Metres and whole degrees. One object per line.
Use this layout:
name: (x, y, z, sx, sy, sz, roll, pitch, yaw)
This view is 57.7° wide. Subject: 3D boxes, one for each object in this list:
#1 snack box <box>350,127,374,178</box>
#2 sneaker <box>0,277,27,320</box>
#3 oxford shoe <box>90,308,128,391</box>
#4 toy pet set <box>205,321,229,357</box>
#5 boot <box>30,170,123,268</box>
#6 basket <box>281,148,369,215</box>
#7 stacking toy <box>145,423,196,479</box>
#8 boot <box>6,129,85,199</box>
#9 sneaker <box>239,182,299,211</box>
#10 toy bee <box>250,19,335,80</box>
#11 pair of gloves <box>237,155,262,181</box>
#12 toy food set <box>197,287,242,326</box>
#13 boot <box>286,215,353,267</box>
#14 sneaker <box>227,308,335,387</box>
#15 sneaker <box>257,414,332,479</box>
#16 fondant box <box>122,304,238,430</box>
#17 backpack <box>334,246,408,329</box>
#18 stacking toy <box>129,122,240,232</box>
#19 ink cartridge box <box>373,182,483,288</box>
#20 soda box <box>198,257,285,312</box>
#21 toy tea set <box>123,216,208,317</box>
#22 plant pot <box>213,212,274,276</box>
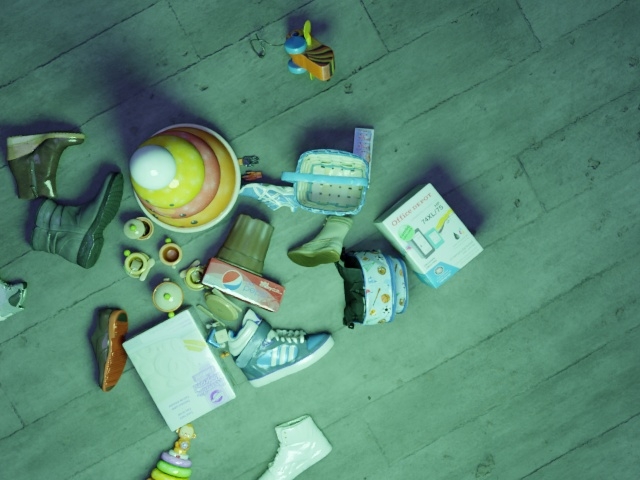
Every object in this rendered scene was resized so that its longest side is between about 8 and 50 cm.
snack box: (0.138, -0.282, 1.931, 0.064, 0.022, 0.178, 5, 93, -1)
sneaker: (-1.021, 0.136, 1.869, 0.132, 0.086, 0.228, -21, 104, -7)
oxford shoe: (-0.697, 0.355, 1.896, 0.099, 0.097, 0.271, 7, 88, 17)
toy pet set: (-0.342, 0.326, 1.877, 0.065, 0.114, 0.122, -17, 86, -26)
boot: (-0.784, -0.094, 1.852, 0.223, 0.118, 0.338, 22, 87, 1)
basket: (0.025, -0.181, 1.789, 0.255, 0.289, 0.200, 7, 96, 7)
stacking toy: (-0.481, 0.751, 1.902, 0.175, 0.166, 0.301, 20, 77, -3)
boot: (-0.867, -0.243, 1.867, 0.249, 0.090, 0.206, -8, 107, -6)
sneaker: (-0.166, -0.142, 1.893, 0.211, 0.080, 0.081, 6, 89, -2)
toy bee: (-0.054, -0.622, 1.838, 0.298, 0.195, 0.162, 39, 66, 6)
pair of gloves: (-0.234, -0.237, 1.920, 0.074, 0.010, 0.083, -10, 90, -1)
toy food set: (-0.318, 0.208, 1.872, 0.132, 0.192, 0.038, 39, 55, -8)
boot: (0.000, 0.000, 1.902, 0.077, 0.213, 0.165, 49, 50, -33)
sneaker: (-0.144, 0.313, 1.890, 0.323, 0.130, 0.236, -27, 98, 4)
sneaker: (-0.127, 0.703, 1.930, 0.293, 0.108, 0.169, -33, 92, -11)
fondant box: (-0.452, 0.414, 1.898, 0.238, 0.096, 0.330, -28, 95, -2)
backpack: (0.165, 0.152, 1.833, 0.213, 0.263, 0.276, -9, 92, -4)
stacking toy: (-0.440, -0.195, 1.670, 0.351, 0.480, 0.350, 0, 91, 3)
ink cartridge box: (0.338, -0.018, 1.866, 0.198, 0.197, 0.270, -40, 94, -1)
soda box: (-0.251, 0.146, 1.868, 0.263, 0.083, 0.092, 23, 77, -15)
toy tea set: (-0.516, 0.078, 1.851, 0.336, 0.124, 0.200, 44, 80, -4)
plant pot: (-0.234, 0.010, 1.863, 0.167, 0.167, 0.165, 22, 85, -4)
